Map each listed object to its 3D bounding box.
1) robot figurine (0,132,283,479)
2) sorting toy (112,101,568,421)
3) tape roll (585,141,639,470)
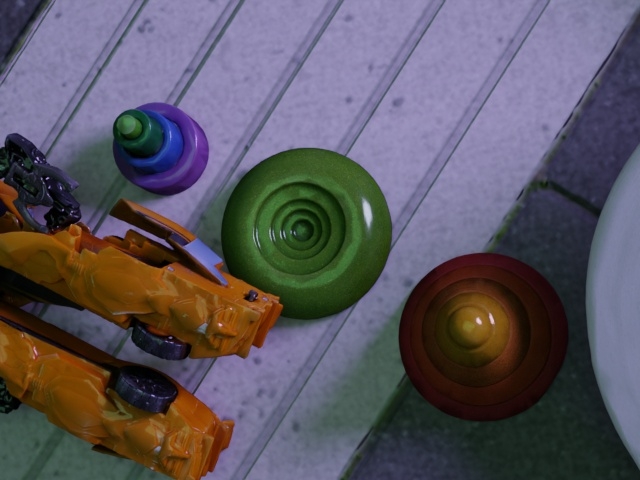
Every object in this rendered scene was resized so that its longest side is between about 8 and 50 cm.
[{"bbox_3d":[-0.184,0.048,0.982,0.291,0.085,0.211,26,106,13],"label":"robot figurine"},{"bbox_3d":[0.000,0.000,0.946,0.366,0.126,0.127,30,89,13],"label":"sorting toy"},{"bbox_3d":[0.353,0.045,0.811,0.392,0.072,0.391,9,112,22],"label":"tape roll"}]
